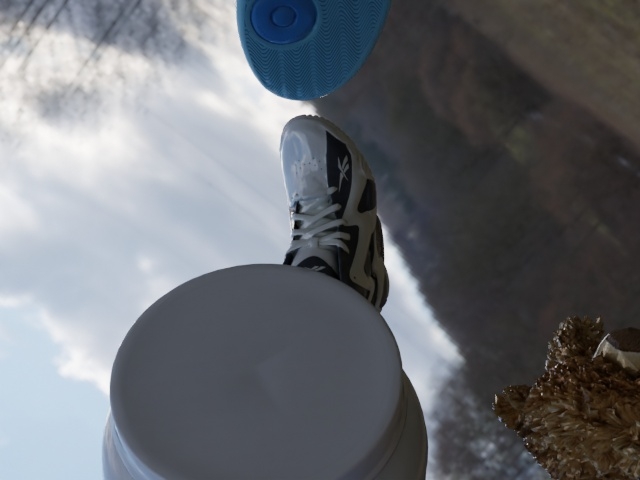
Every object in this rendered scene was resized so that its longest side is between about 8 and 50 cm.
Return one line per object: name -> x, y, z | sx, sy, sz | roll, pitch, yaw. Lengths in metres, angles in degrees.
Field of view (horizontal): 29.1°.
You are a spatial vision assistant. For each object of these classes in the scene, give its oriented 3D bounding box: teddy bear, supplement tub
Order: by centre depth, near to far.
supplement tub -> -0.037, 0.197, 0.942 | 0.235, 0.235, 0.325 | 46, 154, 35
teddy bear -> 0.289, 0.136, 0.959 | 0.338, 0.113, 0.245 | 22, -161, -26

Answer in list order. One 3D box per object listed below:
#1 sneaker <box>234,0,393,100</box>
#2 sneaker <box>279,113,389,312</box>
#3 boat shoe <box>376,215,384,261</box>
sneaker -> -0.014, -0.287, 0.971 | 0.127, 0.319, 0.208 | -1, -144, -8
sneaker -> 0.000, 0.000, 1.241 | 0.094, 0.235, 0.153 | -3, -158, 17
boat shoe -> 0.039, -0.005, 1.450 | 0.064, 0.060, 0.178 | -81, -18, -44
